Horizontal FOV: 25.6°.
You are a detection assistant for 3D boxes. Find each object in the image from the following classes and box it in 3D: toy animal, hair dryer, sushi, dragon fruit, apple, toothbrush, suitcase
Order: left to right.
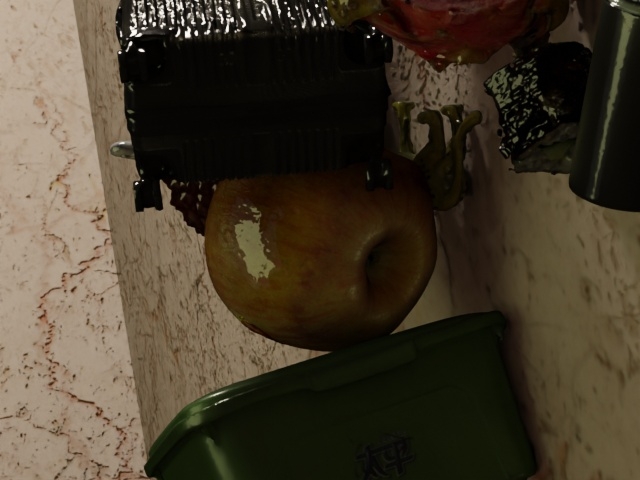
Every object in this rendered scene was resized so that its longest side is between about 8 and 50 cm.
[{"bbox_3d":[-0.135,-0.082,1.708,0.418,0.042,0.040,5,-101,-66],"label":"toothbrush"},{"bbox_3d":[-0.068,-0.180,1.270,0.335,0.229,0.152,-102,9,-57],"label":"suitcase"},{"bbox_3d":[0.000,0.000,1.314,0.188,0.211,0.211,19,115,45],"label":"apple"},{"bbox_3d":[0.105,-0.066,1.379,0.181,0.073,0.136,9,112,58],"label":"toy animal"},{"bbox_3d":[0.119,-0.241,1.091,0.211,0.282,0.147,43,171,15],"label":"dragon fruit"},{"bbox_3d":[0.186,-0.102,1.100,0.094,0.098,0.084,-43,56,44],"label":"sushi"},{"bbox_3d":[0.266,-0.085,0.910,0.248,0.078,0.196,42,135,50],"label":"hair dryer"}]

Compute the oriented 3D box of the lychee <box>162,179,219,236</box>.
[{"bbox_3d":[-0.069,-0.119,1.511,0.271,0.271,0.271,175,90,-71],"label":"lychee"}]

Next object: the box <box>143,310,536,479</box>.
[{"bbox_3d":[0.022,0.205,1.305,0.253,0.328,0.178,131,122,-65],"label":"box"}]
